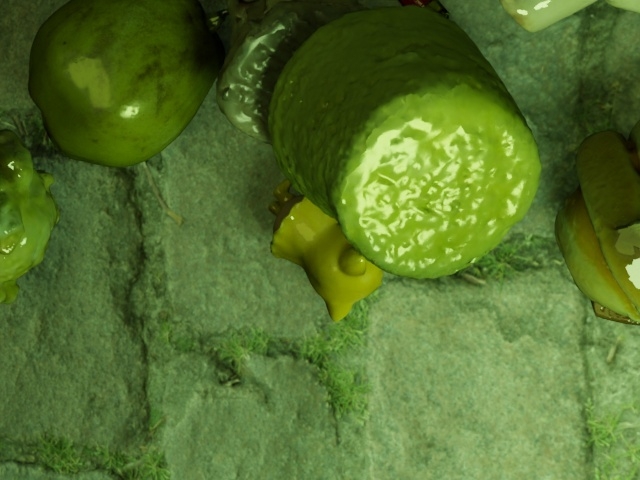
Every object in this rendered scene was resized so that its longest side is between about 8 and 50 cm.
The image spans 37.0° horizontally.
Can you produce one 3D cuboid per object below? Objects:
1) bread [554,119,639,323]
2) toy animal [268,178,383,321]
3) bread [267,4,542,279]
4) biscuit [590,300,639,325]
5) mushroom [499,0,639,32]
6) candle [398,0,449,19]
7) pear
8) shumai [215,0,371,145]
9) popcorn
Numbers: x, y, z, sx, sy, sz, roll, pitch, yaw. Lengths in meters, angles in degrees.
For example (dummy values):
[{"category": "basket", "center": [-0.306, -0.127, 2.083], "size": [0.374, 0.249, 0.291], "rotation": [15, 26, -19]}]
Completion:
[{"category": "bread", "center": [0.485, -0.036, 1.291], "size": [0.341, 0.210, 0.301], "rotation": [-9, 79, 20]}, {"category": "toy animal", "center": [-0.001, 0.004, 1.536], "size": [0.156, 0.156, 0.230], "rotation": [-50, 63, 15]}, {"category": "bread", "center": [0.114, -0.134, 1.343], "size": [0.348, 0.308, 0.348], "rotation": [-7, 123, -11]}, {"category": "biscuit", "center": [0.495, 0.027, 1.411], "size": [0.215, 0.034, 0.182], "rotation": [-17, 82, 18]}, {"category": "mushroom", "center": [0.405, -0.442, 1.292], "size": [0.355, 0.315, 0.315], "rotation": [0, 92, 18]}, {"category": "candle", "center": [0.147, -0.389, 1.516], "size": [0.052, 0.052, 0.131], "rotation": [-42, 78, 17]}, {"category": "pear", "center": [-0.312, -0.285, 1.584], "size": [0.375, 0.287, 0.287], "rotation": [-30, 82, 5]}, {"category": "shumai", "center": [-0.023, -0.301, 1.535], "size": [0.314, 0.262, 0.267], "rotation": [4, 126, -19]}, {"category": "popcorn", "center": [-0.610, -0.041, 1.678], "size": [0.312, 0.312, 0.312], "rotation": [1, 93, 20]}]
